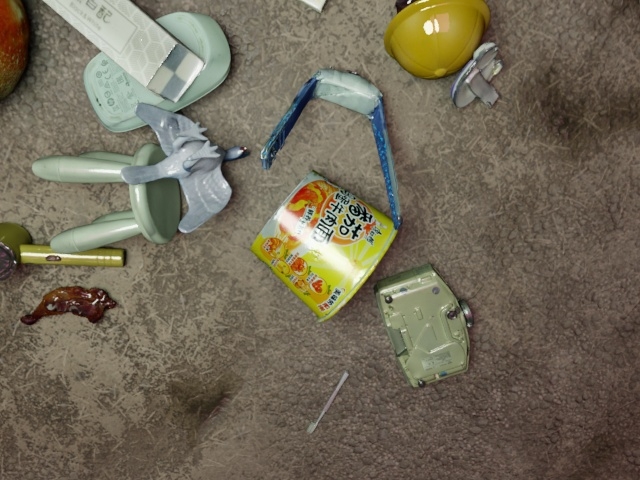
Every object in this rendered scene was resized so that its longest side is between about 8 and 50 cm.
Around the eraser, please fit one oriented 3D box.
[{"bbox_3d":[-0.388,-0.407,0.741,0.404,0.096,0.098,41,99,6],"label":"eraser"}]

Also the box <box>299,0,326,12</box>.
[{"bbox_3d":[-0.003,-0.565,0.807,0.122,0.032,0.221,26,103,-7],"label":"box"}]

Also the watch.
[{"bbox_3d":[0.064,-0.188,0.807,0.276,0.068,0.275,25,58,-4],"label":"watch"}]

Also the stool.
[{"bbox_3d":[-0.397,-0.085,0.834,0.198,0.195,0.196,-3,105,0],"label":"stool"}]

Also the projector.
[{"bbox_3d":[0.250,0.197,0.993,0.193,0.088,0.270,-20,105,6],"label":"projector"}]

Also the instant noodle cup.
[{"bbox_3d":[0.000,0.000,0.853,0.200,0.264,0.264,39,100,-4],"label":"instant noodle cup"}]

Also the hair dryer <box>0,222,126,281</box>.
[{"bbox_3d":[-0.561,0.027,0.907,0.278,0.135,0.090,4,105,-21],"label":"hair dryer"}]

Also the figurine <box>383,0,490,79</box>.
[{"bbox_3d":[0.221,-0.428,0.783,0.192,0.167,0.257,6,105,-17],"label":"figurine"}]

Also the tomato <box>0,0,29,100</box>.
[{"bbox_3d":[-0.646,-0.372,0.713,0.303,0.239,0.304,3,129,4],"label":"tomato"}]

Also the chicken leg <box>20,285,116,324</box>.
[{"bbox_3d":[-0.565,0.146,0.961,0.218,0.048,0.090,-3,102,-2],"label":"chicken leg"}]

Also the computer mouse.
[{"bbox_3d":[-0.306,-0.319,0.826,0.288,0.097,0.160,-26,90,11],"label":"computer mouse"}]

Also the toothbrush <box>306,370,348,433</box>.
[{"bbox_3d":[0.018,0.405,1.074,0.017,0.014,0.194,29,102,-9],"label":"toothbrush"}]

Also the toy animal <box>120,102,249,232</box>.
[{"bbox_3d":[-0.234,-0.140,0.798,0.255,0.176,0.239,-21,85,-24],"label":"toy animal"}]

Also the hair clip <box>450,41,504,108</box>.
[{"bbox_3d":[0.304,-0.303,0.827,0.049,0.172,0.116,46,112,26],"label":"hair clip"}]
